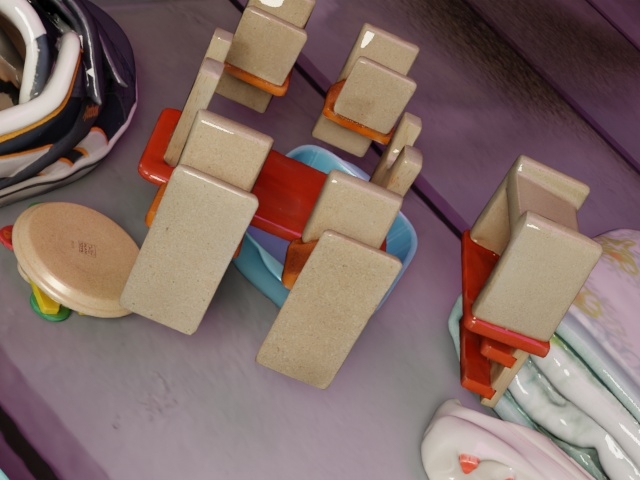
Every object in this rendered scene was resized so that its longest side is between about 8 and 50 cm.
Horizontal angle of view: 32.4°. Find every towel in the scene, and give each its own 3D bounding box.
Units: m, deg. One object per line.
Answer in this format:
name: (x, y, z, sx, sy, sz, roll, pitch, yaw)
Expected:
towel: (0.290, 0.154, 0.828, 0.374, 0.090, 0.320, 51, 28, 17)

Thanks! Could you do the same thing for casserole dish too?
casserole dish: (0.000, 0.000, 0.742, 0.114, 0.037, 0.188, 41, 30, -1)

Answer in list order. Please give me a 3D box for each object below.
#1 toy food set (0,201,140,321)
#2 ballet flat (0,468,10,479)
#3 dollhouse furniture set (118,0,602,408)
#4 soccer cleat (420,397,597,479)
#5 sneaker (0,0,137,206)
toy food set: (-0.130, 0.010, 0.593, 0.082, 0.020, 0.083, 7, 44, -44)
ballet flat: (-0.194, 0.055, 0.393, 0.248, 0.086, 0.086, 47, 30, 13)
dollhouse furniture set: (0.020, -0.011, 0.654, 0.259, 0.135, 0.262, 23, 32, -8)
soccer cleat: (0.149, 0.161, 0.673, 0.196, 0.068, 0.076, 33, 27, -8)
sneaker: (-0.166, -0.095, 0.589, 0.126, 0.127, 0.321, 37, 28, -4)
